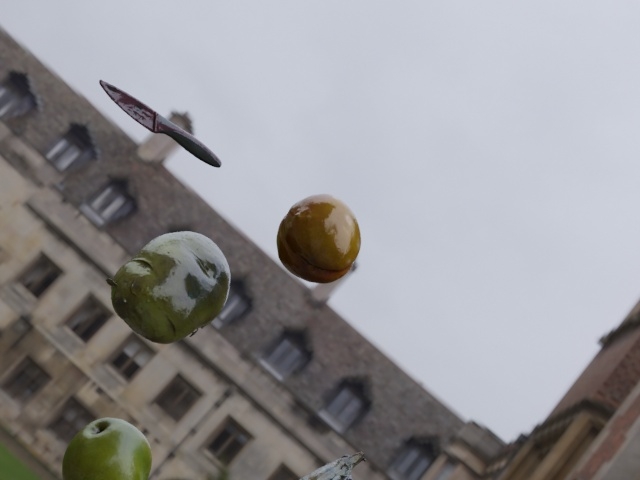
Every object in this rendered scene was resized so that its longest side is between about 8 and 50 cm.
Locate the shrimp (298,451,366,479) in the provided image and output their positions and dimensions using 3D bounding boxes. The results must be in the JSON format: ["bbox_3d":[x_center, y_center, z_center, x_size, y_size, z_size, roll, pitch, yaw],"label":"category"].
[{"bbox_3d":[0.022,0.497,2.230,0.126,0.223,0.047,15,-55,46],"label":"shrimp"}]

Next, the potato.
[{"bbox_3d":[-0.235,0.075,1.780,0.143,0.248,0.169,-17,-74,27],"label":"potato"}]

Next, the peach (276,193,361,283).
[{"bbox_3d":[0.000,0.000,1.721,0.138,0.138,0.138,39,-16,13],"label":"peach"}]

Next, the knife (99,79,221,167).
[{"bbox_3d":[-0.271,-0.193,1.857,0.247,0.035,0.018,34,-13,-15],"label":"knife"}]

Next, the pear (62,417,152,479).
[{"bbox_3d":[-0.396,0.448,2.101,0.180,0.166,0.216,-90,163,-71],"label":"pear"}]
